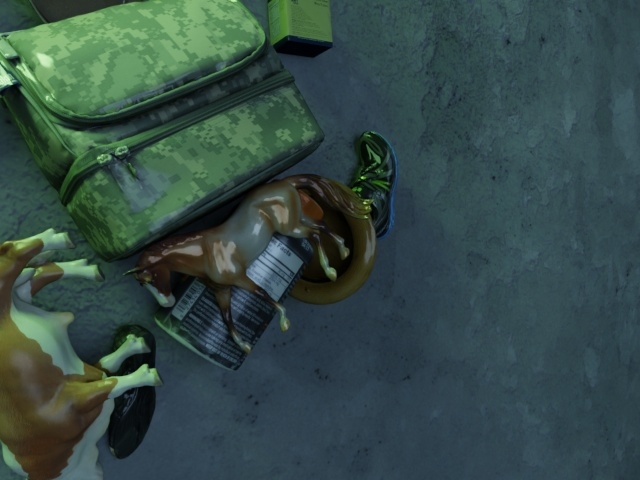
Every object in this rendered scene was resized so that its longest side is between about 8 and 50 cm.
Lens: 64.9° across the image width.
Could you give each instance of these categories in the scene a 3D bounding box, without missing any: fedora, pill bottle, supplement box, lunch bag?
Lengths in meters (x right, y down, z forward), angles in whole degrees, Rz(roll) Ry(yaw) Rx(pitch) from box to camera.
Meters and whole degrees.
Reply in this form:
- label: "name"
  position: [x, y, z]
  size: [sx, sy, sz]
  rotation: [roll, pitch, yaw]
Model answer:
- label: "fedora"
  position: [0.000, 0.000, 0.772]
  size: [0.079, 0.194, 0.194]
  rotation: [4, 86, -74]
- label: "pill bottle"
  position: [-0.096, 0.038, 0.674]
  size: [0.130, 0.130, 0.245]
  rotation: [41, 76, -27]
- label: "supplement box"
  position: [-0.032, -0.340, 0.784]
  size: [0.083, 0.056, 0.083]
  rotation: [-6, 93, -34]
- label: "lunch bag"
  position: [-0.188, -0.148, 0.592]
  size: [0.305, 0.213, 0.256]
  rotation: [-34, 98, -28]

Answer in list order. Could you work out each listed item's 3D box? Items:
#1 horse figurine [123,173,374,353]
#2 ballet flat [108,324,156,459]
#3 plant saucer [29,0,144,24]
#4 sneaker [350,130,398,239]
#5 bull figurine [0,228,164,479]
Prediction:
- label: "horse figurine"
  position: [-0.064, 0.008, 0.583]
  size: [0.263, 0.066, 0.174]
  rotation: [-43, 108, -13]
- label: "ballet flat"
  position: [-0.246, 0.194, 0.650]
  size: [0.057, 0.049, 0.173]
  rotation: [7, 91, -58]
- label: "plant saucer"
  position: [-0.282, -0.313, 0.594]
  size: [0.168, 0.029, 0.168]
  rotation: [-35, 132, -52]
- label: "sneaker"
  position: [0.086, -0.094, 0.857]
  size: [0.078, 0.067, 0.188]
  rotation: [-3, 94, -41]
- label: "bull figurine"
  position: [-0.298, 0.140, 0.556]
  size: [0.188, 0.101, 0.310]
  rotation: [-31, 104, -15]
